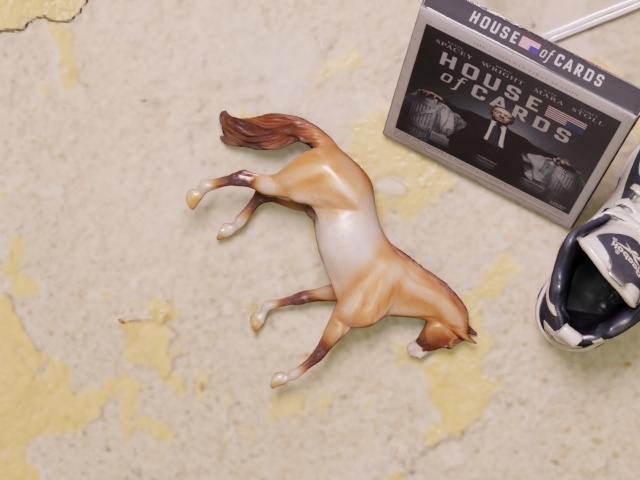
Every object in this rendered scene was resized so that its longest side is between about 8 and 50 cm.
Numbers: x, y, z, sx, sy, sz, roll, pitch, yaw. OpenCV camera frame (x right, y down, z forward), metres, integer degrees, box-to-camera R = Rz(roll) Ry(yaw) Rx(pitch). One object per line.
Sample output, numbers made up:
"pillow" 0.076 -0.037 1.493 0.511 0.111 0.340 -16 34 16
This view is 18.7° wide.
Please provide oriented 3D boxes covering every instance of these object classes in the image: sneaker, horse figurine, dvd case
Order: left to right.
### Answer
"horse figurine" 0.000 0.000 1.613 0.174 0.066 0.263 -23 94 14
"dvd case" 0.145 -0.098 1.506 0.179 0.239 0.030 27 71 5
"sneaker" 0.254 -0.005 1.534 0.094 0.153 0.235 43 99 1

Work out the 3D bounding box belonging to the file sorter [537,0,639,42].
"file sorter" 0.180 -0.294 1.503 0.173 0.193 0.278 -22 91 11
